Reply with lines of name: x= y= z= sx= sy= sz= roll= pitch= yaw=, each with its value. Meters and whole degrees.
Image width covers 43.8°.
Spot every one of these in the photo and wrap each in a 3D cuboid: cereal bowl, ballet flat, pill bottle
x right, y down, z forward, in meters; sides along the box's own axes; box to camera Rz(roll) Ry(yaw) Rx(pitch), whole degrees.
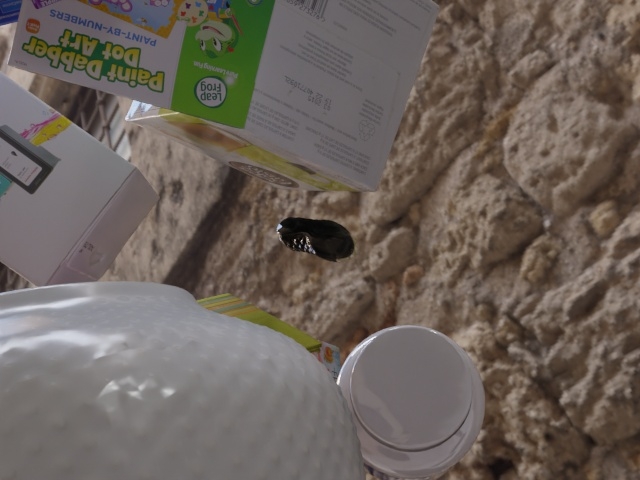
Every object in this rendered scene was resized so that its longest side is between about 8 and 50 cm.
cereal bowl: x=-0.146 y=0.111 z=0.465 sx=0.338 sy=0.141 sz=0.339 roll=-10 pitch=-15 yaw=-3
ballet flat: x=0.000 y=0.000 z=1.157 sx=0.049 sy=0.173 sz=0.057 roll=44 pitch=-105 yaw=-36
pill bottle: x=0.093 y=0.176 z=0.842 sx=0.152 sy=0.152 sz=0.272 roll=-19 pitch=-19 yaw=-3

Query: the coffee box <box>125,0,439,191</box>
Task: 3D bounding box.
coffee box: x=-0.072 y=-0.294 z=1.340 sx=0.337 sy=0.334 sz=0.338 roll=23 pitch=-98 yaw=-31

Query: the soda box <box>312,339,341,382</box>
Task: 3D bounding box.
soda box: x=0.001 y=0.281 z=1.460 sx=0.063 sy=0.183 sz=0.058 roll=-29 pitch=-41 yaw=35

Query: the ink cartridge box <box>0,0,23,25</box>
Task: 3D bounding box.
ink cartridge box: x=-0.434 y=-0.376 z=0.871 sx=0.185 sy=0.311 sz=0.065 roll=-21 pitch=-4 yaw=-21

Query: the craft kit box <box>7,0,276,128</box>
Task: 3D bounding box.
craft kit box: x=-0.171 y=-0.266 z=0.832 sx=0.249 sy=0.061 sz=0.247 roll=13 pitch=-81 yaw=-14

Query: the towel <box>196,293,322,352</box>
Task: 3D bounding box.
towel: x=-0.112 y=0.135 z=1.232 sx=0.102 sy=0.237 sz=0.021 roll=-12 pitch=-67 yaw=-42

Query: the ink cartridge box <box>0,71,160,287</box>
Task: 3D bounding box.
ink cartridge box: x=-0.394 y=-0.075 z=1.080 sx=0.197 sy=0.270 sz=0.198 roll=-55 pitch=-3 yaw=-9
